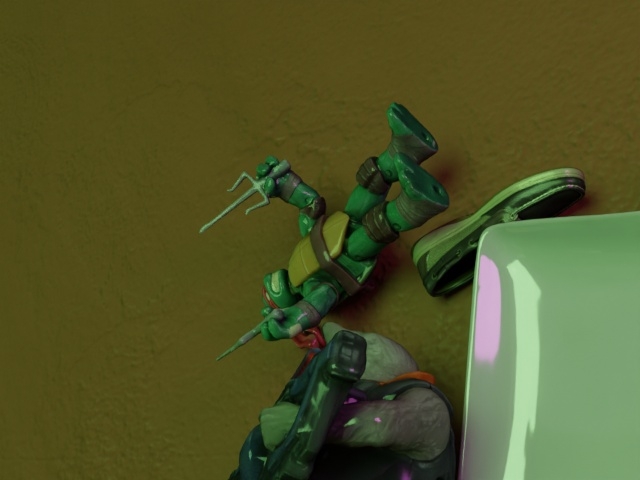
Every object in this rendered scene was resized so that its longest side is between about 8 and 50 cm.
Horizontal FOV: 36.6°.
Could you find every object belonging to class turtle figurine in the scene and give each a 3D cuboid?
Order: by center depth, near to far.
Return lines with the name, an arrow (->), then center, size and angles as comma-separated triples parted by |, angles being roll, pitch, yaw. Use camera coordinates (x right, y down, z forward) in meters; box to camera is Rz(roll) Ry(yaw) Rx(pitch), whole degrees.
turtle figurine -> 0.000, 0.000, 0.800 | 0.234, 0.118, 0.175 | -41, 48, 26

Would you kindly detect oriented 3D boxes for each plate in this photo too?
plate -> 0.214, 0.114, 0.604 | 0.277, 0.045, 0.278 | -6, 69, 41

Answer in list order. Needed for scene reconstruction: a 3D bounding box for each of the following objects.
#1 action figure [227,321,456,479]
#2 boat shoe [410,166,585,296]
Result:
action figure -> 0.017, 0.219, 0.655 | 0.341, 0.178, 0.330 | 125, 153, -57
boat shoe -> 0.140, -0.003, 0.744 | 0.152, 0.056, 0.049 | -33, 55, 31
